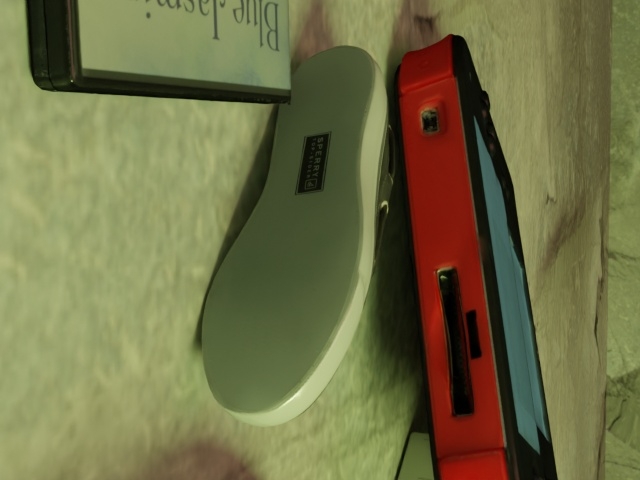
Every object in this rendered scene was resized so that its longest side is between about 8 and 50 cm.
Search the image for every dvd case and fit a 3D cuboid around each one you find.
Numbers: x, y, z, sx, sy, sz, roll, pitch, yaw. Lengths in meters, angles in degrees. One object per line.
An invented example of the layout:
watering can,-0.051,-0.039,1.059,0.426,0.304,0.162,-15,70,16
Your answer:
dvd case,-0.063,-0.188,0.387,0.180,0.022,0.252,-15,106,-65

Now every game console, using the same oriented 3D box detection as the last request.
game console,0.147,0.062,0.730,0.342,0.060,0.386,39,44,-60

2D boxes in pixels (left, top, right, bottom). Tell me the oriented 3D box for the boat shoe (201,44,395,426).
boat shoe,0.000,0.000,0.482,0.076,0.080,0.228,58,33,-49

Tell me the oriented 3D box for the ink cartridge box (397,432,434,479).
ink cartridge box,0.087,0.254,0.694,0.181,0.062,0.104,-66,146,-41
